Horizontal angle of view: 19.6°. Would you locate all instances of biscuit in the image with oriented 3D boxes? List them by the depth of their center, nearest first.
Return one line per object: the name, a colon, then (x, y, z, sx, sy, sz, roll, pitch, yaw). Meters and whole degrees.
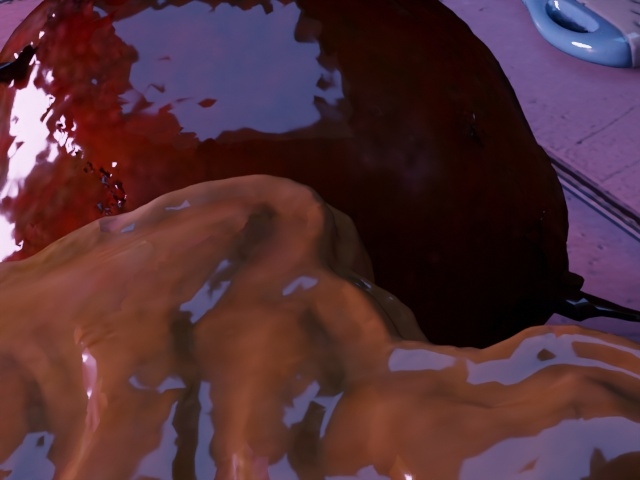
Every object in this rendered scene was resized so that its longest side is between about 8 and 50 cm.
biscuit: (-0.071, 0.106, 0.427, 0.376, 0.051, 0.269, -20, 49, 2)

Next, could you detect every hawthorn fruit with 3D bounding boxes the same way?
hawthorn fruit: (0.000, 0.000, 0.606, 0.235, 0.181, 0.181, 15, 34, 10)

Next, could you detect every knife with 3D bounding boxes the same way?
knife: (0.113, -0.136, 0.943, 0.064, 0.031, 0.222, -19, 31, -14)
